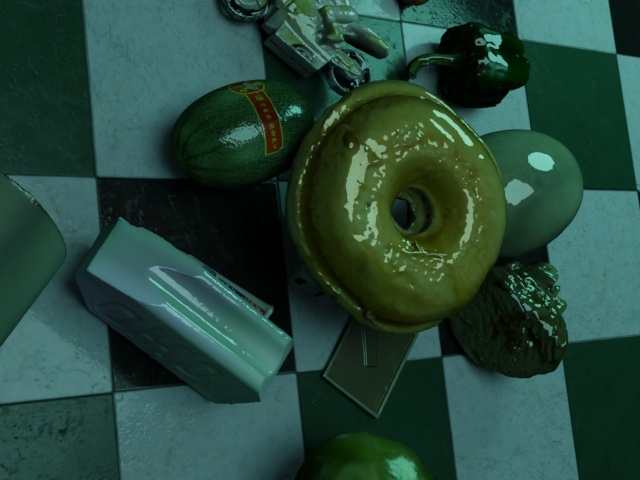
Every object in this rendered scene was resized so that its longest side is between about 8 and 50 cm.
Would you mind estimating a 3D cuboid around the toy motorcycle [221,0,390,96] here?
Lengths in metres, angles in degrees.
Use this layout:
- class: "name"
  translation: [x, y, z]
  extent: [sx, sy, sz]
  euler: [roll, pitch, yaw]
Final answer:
- class: "toy motorcycle"
  translation: [-0.017, -0.430, 1.877]
  extent: [0.341, 0.108, 0.223]
  euler: [37, 68, -16]

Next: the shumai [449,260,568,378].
- class: "shumai"
  translation: [0.401, 0.148, 2.035]
  extent: [0.256, 0.189, 0.218]
  euler: [46, 39, -1]

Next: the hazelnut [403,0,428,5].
- class: "hazelnut"
  translation: [0.197, -0.535, 2.073]
  extent: [0.086, 0.086, 0.086]
  euler: [8, 76, -34]

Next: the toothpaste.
- class: "toothpaste"
  translation: [-0.170, 0.083, 1.713]
  extent: [0.218, 0.033, 0.052]
  euler: [38, 65, -28]

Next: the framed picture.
- class: "framed picture"
  translation: [0.097, 0.216, 1.880]
  extent: [0.150, 0.015, 0.203]
  euler: [40, 61, -22]

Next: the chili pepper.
- class: "chili pepper"
  translation: [0.308, -0.366, 2.062]
  extent: [0.261, 0.165, 0.174]
  euler: [-2, 94, -33]

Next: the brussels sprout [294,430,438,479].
- class: "brussels sprout"
  translation: [0.091, 0.479, 1.636]
  extent: [0.344, 0.268, 0.344]
  euler: [59, 11, -18]

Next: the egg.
- class: "egg"
  translation: [0.380, -0.096, 1.997]
  extent: [0.352, 0.258, 0.258]
  euler: [-11, 87, -33]

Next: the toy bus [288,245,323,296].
- class: "toy bus"
  translation: [0.000, 0.000, 1.815]
  extent: [0.089, 0.087, 0.194]
  euler: [20, 70, -20]

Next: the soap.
- class: "soap"
  translation: [-0.227, 0.116, 1.553]
  extent: [0.347, 0.208, 0.115]
  euler: [41, 60, -22]

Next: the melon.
- class: "melon"
  translation: [-0.122, -0.187, 1.706]
  extent: [0.288, 0.182, 0.182]
  euler: [-22, 93, -37]

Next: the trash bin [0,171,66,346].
- class: "trash bin"
  translation: [-0.559, 0.108, 1.287]
  extent: [0.280, 0.280, 0.432]
  euler: [45, 55, -19]

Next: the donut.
- class: "donut"
  translation: [0.139, -0.058, 1.718]
  extent: [0.449, 0.198, 0.449]
  euler: [-1, 92, -28]
